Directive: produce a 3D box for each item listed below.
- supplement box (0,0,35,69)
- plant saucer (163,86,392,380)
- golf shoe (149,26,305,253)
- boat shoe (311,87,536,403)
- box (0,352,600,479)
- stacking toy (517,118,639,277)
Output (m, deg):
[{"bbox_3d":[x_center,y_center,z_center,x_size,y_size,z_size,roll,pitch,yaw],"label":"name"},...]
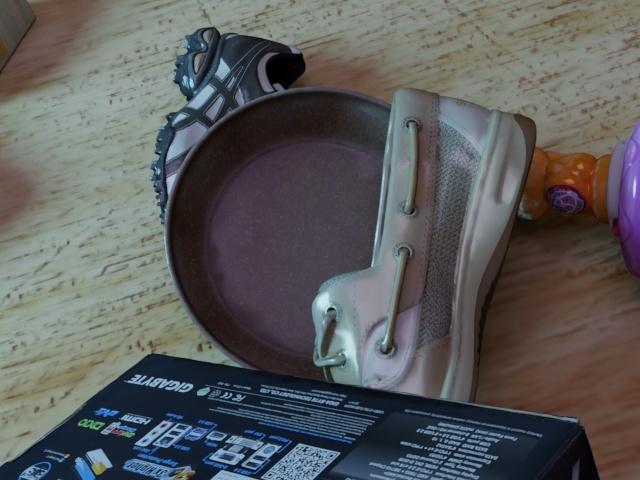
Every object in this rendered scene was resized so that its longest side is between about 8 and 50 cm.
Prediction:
[{"bbox_3d":[-0.263,-0.158,1.017,0.036,0.062,0.098,14,60,20],"label":"supplement box"},{"bbox_3d":[0.000,0.000,0.855,0.198,0.036,0.199,2,74,-7],"label":"plant saucer"},{"bbox_3d":[-0.059,-0.067,0.915,0.094,0.077,0.198,1,58,10],"label":"golf shoe"},{"bbox_3d":[0.041,0.054,0.771,0.098,0.109,0.302,18,74,0],"label":"boat shoe"},{"bbox_3d":[-0.075,0.165,0.566,0.295,0.073,0.293,3,33,45],"label":"box"},{"bbox_3d":[0.236,-0.030,0.811,0.301,0.175,0.166,4,54,26],"label":"stacking toy"}]
